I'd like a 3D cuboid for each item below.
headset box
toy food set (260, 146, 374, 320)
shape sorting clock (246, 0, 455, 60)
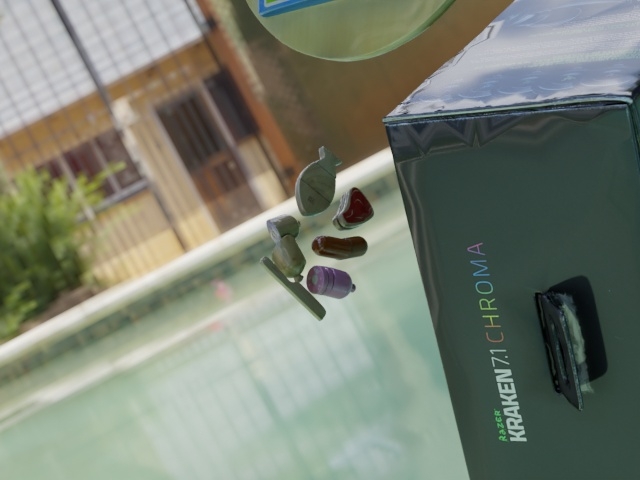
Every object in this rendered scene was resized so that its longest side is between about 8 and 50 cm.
[{"bbox_3d":[0.161,-0.001,0.892,0.131,0.246,0.283,-3,22,29],"label":"headset box"},{"bbox_3d":[0.000,0.000,1.094,0.019,0.078,0.122,-35,15,43],"label":"toy food set"},{"bbox_3d":[0.024,-0.196,0.864,0.040,0.206,0.206,7,-22,-42],"label":"shape sorting clock"}]
